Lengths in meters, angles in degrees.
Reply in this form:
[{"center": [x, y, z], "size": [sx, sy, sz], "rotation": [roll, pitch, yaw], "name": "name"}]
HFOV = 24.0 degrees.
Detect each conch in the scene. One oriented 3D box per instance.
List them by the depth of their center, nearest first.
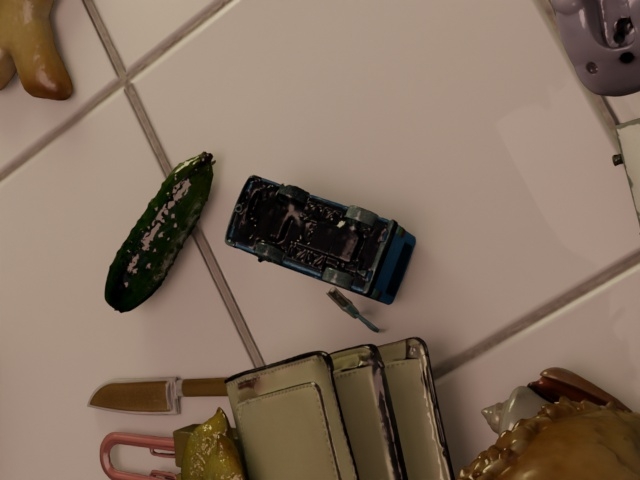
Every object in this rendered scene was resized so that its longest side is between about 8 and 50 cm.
[{"center": [0.248, 0.190, 1.498], "size": [0.176, 0.094, 0.104], "rotation": [10, 57, 26], "name": "conch"}]

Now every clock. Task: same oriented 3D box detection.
[{"center": [0.358, -0.243, 1.372], "size": [0.254, 0.189, 0.189], "rotation": [-11, 86, 32], "name": "clock"}]

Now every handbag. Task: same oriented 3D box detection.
[{"center": [0.030, 0.297, 1.585], "size": [0.236, 0.160, 0.359], "rotation": [-20, 80, 48], "name": "handbag"}]

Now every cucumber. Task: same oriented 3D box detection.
[{"center": [-0.186, -0.010, 1.768], "size": [0.069, 0.069, 0.227], "rotation": [39, 106, 24], "name": "cucumber"}]

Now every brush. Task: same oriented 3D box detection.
[{"center": [-0.174, 0.266, 1.775], "size": [0.233, 0.047, 0.103], "rotation": [2, 95, 31], "name": "brush"}]

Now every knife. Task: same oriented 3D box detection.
[{"center": [-0.181, 0.186, 1.792], "size": [0.256, 0.022, 0.046], "rotation": [-5, 93, 31], "name": "knife"}]

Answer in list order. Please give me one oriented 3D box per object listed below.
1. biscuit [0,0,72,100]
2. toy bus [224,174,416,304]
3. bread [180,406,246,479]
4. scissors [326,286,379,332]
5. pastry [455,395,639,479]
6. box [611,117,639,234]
[{"center": [-0.374, -0.284, 1.880], "size": [0.164, 0.047, 0.208], "rotation": [9, 96, 31], "name": "biscuit"}, {"center": [0.000, 0.000, 1.628], "size": [0.184, 0.106, 0.090], "rotation": [20, 87, 26], "name": "toy bus"}, {"center": [-0.108, 0.285, 1.624], "size": [0.149, 0.065, 0.188], "rotation": [-129, 31, -61], "name": "bread"}, {"center": [0.029, 0.071, 1.613], "size": [0.058, 0.119, 0.014], "rotation": [34, 85, 25], "name": "scissors"}, {"center": [0.216, 0.323, 1.332], "size": [0.245, 0.409, 0.410], "rotation": [29, 106, 36], "name": "pastry"}, {"center": [0.398, -0.005, 1.430], "size": [0.211, 0.045, 0.270], "rotation": [-18, 83, 30], "name": "box"}]
